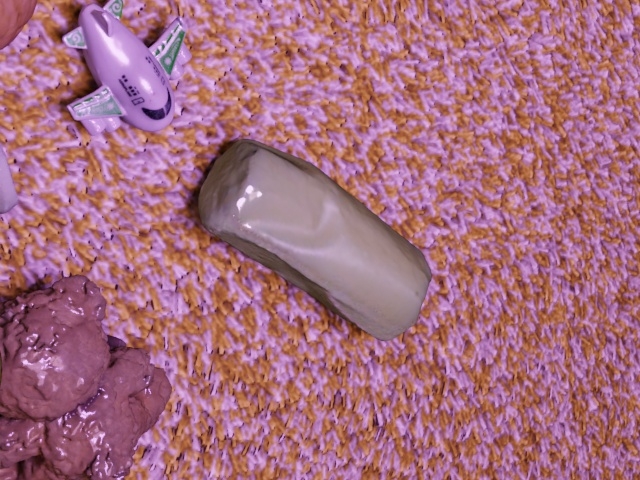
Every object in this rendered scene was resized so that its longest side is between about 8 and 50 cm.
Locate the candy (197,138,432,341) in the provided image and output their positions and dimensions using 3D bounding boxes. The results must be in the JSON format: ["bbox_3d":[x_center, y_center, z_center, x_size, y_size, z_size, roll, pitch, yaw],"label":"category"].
[{"bbox_3d":[0.000,0.000,1.759,0.343,0.132,0.142,33,98,-35],"label":"candy"}]

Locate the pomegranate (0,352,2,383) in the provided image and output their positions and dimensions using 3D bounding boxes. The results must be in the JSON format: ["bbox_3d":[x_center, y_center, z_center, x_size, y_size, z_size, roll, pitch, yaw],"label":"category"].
[{"bbox_3d":[-0.398,0.131,1.382,0.211,0.263,0.211,19,66,-49],"label":"pomegranate"}]

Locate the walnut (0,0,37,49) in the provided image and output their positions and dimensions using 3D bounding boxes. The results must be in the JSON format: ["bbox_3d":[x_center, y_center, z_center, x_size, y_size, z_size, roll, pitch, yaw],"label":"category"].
[{"bbox_3d":[-0.380,-0.277,1.377,0.228,0.228,0.228,-9,107,-32],"label":"walnut"}]

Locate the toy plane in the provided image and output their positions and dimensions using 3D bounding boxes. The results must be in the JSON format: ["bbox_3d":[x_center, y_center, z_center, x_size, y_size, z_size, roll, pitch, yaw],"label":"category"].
[{"bbox_3d":[-0.220,-0.195,1.593,0.174,0.080,0.174,-11,110,-33],"label":"toy plane"}]

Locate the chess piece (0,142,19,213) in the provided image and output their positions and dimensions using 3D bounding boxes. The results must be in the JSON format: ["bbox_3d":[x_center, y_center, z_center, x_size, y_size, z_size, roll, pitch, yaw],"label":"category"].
[{"bbox_3d":[-0.472,-0.051,1.417,0.298,0.176,0.175,-27,116,-20],"label":"chess piece"}]

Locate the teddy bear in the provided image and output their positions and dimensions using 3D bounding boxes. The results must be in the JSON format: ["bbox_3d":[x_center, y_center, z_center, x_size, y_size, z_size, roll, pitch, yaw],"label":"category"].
[{"bbox_3d":[-0.300,0.170,1.588,0.267,0.156,0.256,-34,117,-21],"label":"teddy bear"}]
